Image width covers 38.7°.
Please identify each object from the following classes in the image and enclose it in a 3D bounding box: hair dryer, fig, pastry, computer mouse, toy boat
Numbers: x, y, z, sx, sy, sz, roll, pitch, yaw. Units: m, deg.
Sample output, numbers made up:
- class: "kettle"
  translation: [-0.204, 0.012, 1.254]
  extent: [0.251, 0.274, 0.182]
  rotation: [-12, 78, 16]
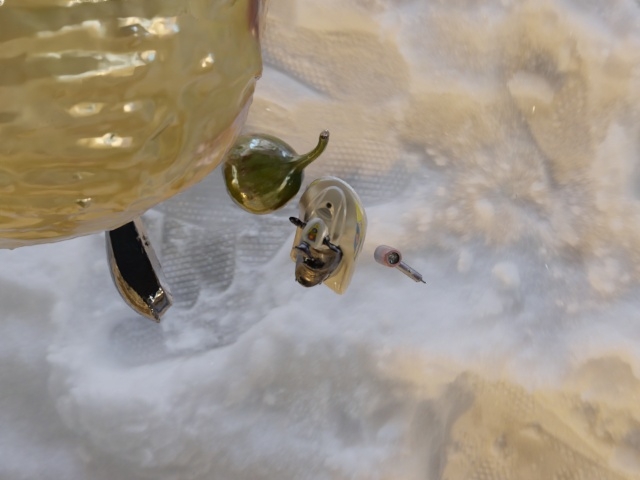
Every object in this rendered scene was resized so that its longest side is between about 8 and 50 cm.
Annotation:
- class: "hair dryer"
  translation: [0.156, 0.051, 1.704]
  extent: [0.114, 0.063, 0.037]
  rotation: [35, 87, -17]
- class: "fig"
  translation: [-0.061, -0.134, 1.564]
  extent: [0.245, 0.149, 0.149]
  rotation: [-19, 89, 38]
- class: "pastry"
  translation: [-0.191, -0.184, 0.624]
  extent: [0.388, 0.312, 0.389]
  rotation: [18, 115, 44]
- class: "computer mouse"
  translation: [-0.350, 0.017, 1.656]
  extent: [0.087, 0.168, 0.295]
  rotation: [-22, 78, -5]
- class: "toy boat"
  translation: [0.003, -0.001, 1.615]
  extent: [0.140, 0.269, 0.141]
  rotation: [0, 62, -1]
